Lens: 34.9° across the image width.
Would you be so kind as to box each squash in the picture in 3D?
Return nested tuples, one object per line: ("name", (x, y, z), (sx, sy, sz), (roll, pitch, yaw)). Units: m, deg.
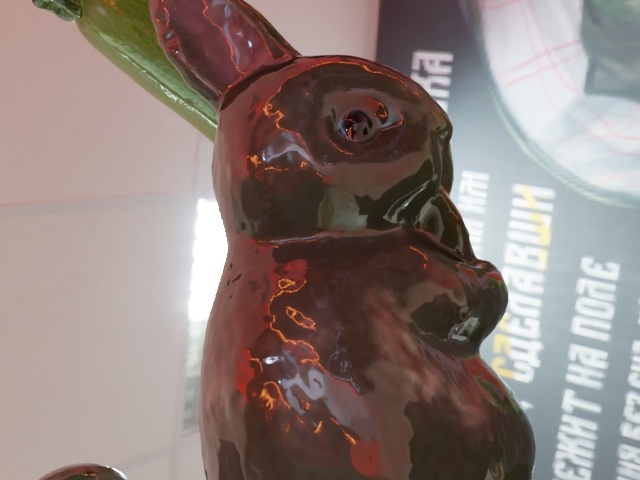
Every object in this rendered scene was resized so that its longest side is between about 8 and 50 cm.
("squash", (-0.170, -0.226, 1.079), (0.287, 0.137, 0.137), (37, -112, -22))

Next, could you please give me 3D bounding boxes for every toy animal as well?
("toy animal", (0.001, -0.001, 0.380), (0.127, 0.125, 0.251), (100, 155, -80))

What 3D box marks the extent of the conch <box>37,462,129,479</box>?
("conch", (-0.194, 0.279, 0.904), (0.176, 0.188, 0.122), (-26, -24, -21))
